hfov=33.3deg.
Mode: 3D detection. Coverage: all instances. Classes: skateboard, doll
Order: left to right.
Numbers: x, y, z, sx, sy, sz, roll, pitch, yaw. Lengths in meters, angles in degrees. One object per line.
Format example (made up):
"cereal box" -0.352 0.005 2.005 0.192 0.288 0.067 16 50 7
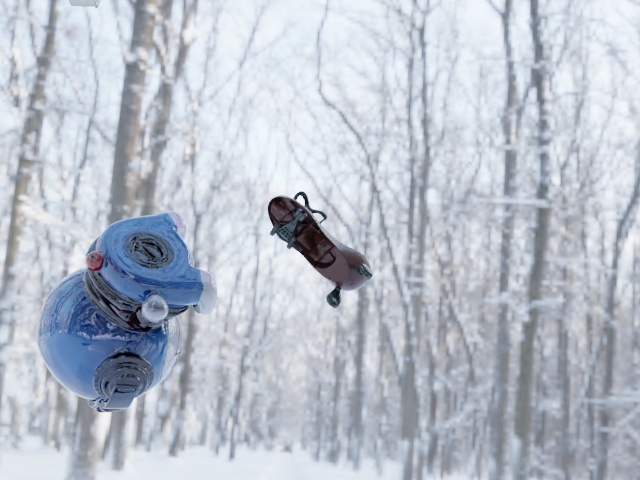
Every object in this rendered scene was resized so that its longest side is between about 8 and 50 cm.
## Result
"doll" -0.319 0.120 1.708 0.240 0.284 0.310 7 -47 -27
"skateboard" 0.000 0.000 1.278 0.067 0.151 0.080 -42 3 24

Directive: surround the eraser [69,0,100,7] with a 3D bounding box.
"eraser" -0.253 -0.394 1.208 0.038 0.230 0.157 3 -39 13
